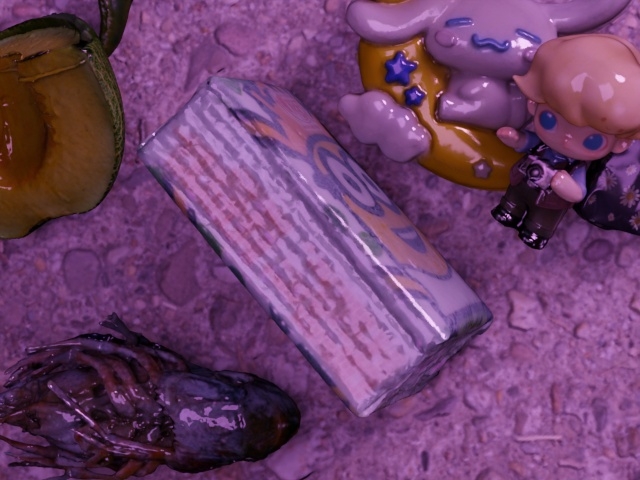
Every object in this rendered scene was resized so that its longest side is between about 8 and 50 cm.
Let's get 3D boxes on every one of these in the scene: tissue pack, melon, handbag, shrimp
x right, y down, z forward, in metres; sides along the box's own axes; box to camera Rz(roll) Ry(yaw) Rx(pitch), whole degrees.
[{"bbox_3d":[0.000,0.000,1.718,0.128,0.228,0.311,-44,81,11],"label":"tissue pack"},{"bbox_3d":[-0.278,-0.108,1.840,0.265,0.129,0.169,-18,117,23],"label":"melon"},{"bbox_3d":[0.309,-0.046,1.727,0.139,0.072,0.115,28,93,7],"label":"handbag"},{"bbox_3d":[-0.202,0.139,1.808,0.372,0.137,0.172,2,101,5],"label":"shrimp"}]

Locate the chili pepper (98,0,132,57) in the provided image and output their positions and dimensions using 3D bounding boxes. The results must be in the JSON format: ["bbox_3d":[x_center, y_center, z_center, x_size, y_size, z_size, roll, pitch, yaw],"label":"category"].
[{"bbox_3d":[-0.216,-0.346,1.845,0.085,0.076,0.359,0,91,-12],"label":"chili pepper"}]

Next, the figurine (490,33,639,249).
[{"bbox_3d":[0.211,-0.090,1.672,0.114,0.108,0.196,45,115,30],"label":"figurine"}]

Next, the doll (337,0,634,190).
[{"bbox_3d":[0.141,-0.168,1.740,0.252,0.111,0.237,16,95,9],"label":"doll"}]
